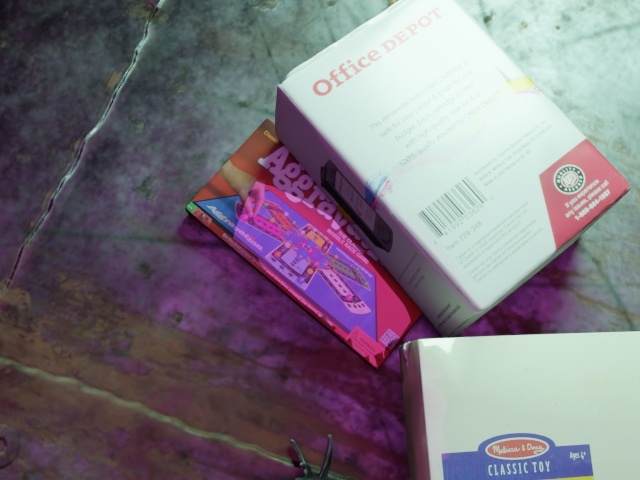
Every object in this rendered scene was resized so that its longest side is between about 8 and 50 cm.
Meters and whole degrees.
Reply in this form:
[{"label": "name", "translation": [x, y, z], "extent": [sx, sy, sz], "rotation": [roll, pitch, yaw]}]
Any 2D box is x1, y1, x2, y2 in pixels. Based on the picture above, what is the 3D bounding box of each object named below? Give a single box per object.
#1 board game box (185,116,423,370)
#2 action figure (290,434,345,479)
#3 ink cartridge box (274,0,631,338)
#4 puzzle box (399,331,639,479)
[{"label": "board game box", "translation": [0.000, 0.000, 0.904], "extent": [0.281, 0.027, 0.145], "rotation": [39, 79, 9]}, {"label": "action figure", "translation": [-0.030, 0.329, 0.771], "extent": [0.164, 0.141, 0.276], "rotation": [-7, 35, 26]}, {"label": "ink cartridge box", "translation": [0.130, -0.086, 0.854], "extent": [0.226, 0.131, 0.306], "rotation": [-35, 76, -17]}, {"label": "puzzle box", "translation": [0.280, 0.223, 0.774], "extent": [0.408, 0.052, 0.272], "rotation": [1, 77, -16]}]
